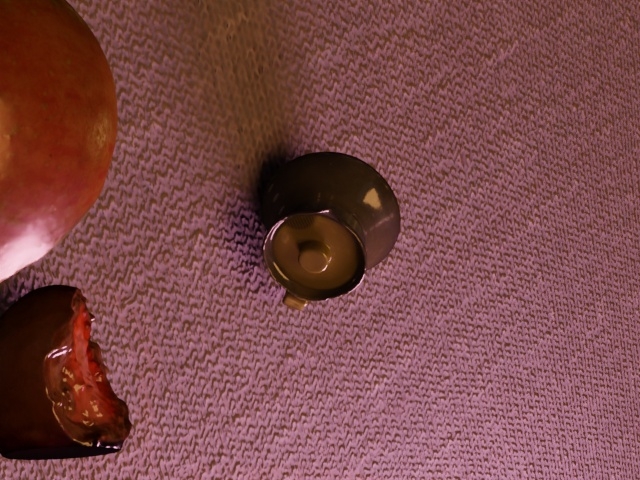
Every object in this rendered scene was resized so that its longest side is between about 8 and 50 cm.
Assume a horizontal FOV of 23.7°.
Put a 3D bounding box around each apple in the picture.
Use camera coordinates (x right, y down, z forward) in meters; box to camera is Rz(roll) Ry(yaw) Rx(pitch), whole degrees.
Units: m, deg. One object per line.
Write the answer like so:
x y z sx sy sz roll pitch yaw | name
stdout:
-0.253 -0.069 1.007 0.226 0.246 0.246 8 95 -61 | apple

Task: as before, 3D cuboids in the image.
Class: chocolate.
-0.210 0.103 1.202 0.127 0.124 0.133 3 71 -17 | chocolate

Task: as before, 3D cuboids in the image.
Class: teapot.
0.000 0.000 1.401 0.119 0.130 0.165 -68 -179 -55 | teapot
